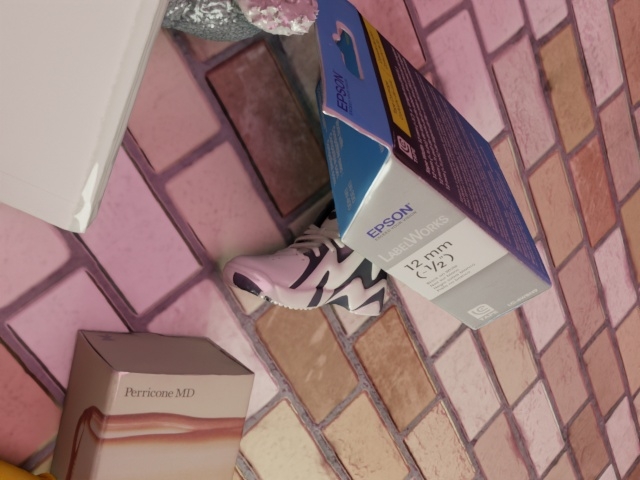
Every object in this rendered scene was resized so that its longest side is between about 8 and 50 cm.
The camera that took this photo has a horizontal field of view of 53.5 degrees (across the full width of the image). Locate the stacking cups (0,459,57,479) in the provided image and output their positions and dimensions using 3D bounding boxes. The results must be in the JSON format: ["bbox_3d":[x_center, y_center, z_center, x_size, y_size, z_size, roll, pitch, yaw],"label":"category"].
[{"bbox_3d":[-0.367,0.171,0.510,0.316,0.096,0.096,46,73,-33],"label":"stacking cups"}]

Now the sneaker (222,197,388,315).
[{"bbox_3d":[0.000,0.000,0.734,0.235,0.094,0.152,12,92,-37],"label":"sneaker"}]

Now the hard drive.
[{"bbox_3d":[-0.214,-0.167,0.431,0.203,0.040,0.307,25,122,-9],"label":"hard drive"}]

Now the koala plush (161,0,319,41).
[{"bbox_3d":[-0.124,-0.236,0.546,0.221,0.196,0.203,6,108,-37],"label":"koala plush"}]

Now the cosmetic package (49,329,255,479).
[{"bbox_3d":[-0.183,0.251,0.637,0.153,0.129,0.296,8,95,-35],"label":"cosmetic package"}]

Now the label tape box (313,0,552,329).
[{"bbox_3d":[0.081,-0.088,0.678,0.348,0.249,0.115,31,125,-34],"label":"label tape box"}]
